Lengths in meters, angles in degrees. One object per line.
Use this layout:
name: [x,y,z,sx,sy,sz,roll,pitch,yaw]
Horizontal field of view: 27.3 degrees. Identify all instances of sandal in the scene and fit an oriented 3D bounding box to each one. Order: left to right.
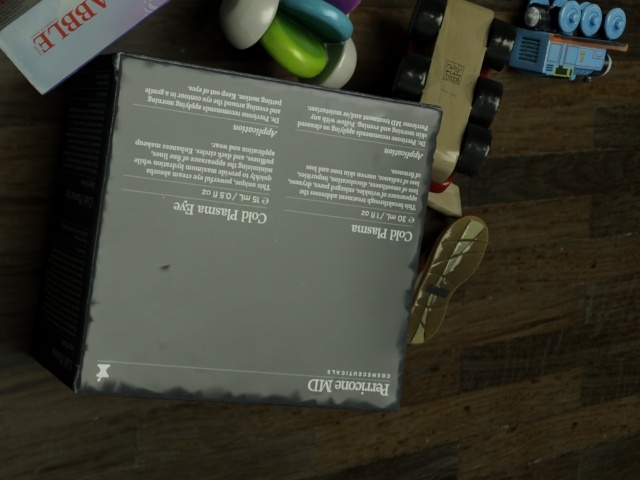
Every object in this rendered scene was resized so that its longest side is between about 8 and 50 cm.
sandal: [0.144,0.045,1.655,0.072,0.049,0.180,25,96,-34]

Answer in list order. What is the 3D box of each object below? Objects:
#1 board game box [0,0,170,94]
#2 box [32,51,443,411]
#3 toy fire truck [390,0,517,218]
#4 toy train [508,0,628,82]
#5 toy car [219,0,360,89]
board game box: [-0.153,-0.289,1.102,0.319,0.318,0.066,-37,124,-1]
box: [-0.085,-0.005,1.315,0.343,0.179,0.312,7,92,-25]
toy fire truck: [0.142,-0.138,1.567,0.159,0.246,0.217,18,67,-7]
toy train: [0.329,-0.263,1.736,0.184,0.080,0.105,-1,107,-42]
toy car: [-0.015,-0.255,1.375,0.159,0.136,0.182,29,38,-34]
